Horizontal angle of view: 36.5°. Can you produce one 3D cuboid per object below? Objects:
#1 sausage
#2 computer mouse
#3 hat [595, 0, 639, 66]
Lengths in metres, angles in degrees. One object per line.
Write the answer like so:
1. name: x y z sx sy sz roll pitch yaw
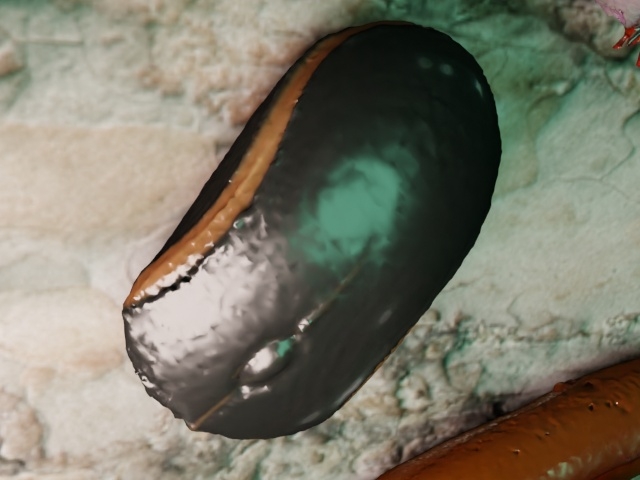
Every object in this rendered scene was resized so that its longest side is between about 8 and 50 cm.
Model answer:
1. sausage: 0.185 0.183 0.813 0.330 0.102 0.102 -22 117 -15
2. computer mouse: 0.002 0.001 0.655 0.183 0.116 0.323 33 95 -25
3. hat: 0.172 -0.236 0.656 0.227 0.129 0.140 29 114 -13
